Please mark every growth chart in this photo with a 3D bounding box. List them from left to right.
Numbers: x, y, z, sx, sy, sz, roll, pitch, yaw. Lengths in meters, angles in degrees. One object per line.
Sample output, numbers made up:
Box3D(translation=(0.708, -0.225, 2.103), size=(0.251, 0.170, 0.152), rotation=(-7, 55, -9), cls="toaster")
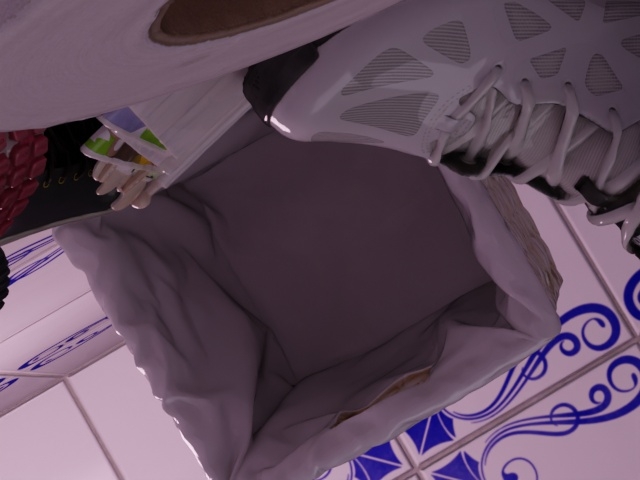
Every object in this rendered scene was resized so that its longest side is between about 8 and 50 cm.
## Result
Box3D(translation=(-0.085, -0.094, 1.059), size=(0.172, 0.021, 0.237), rotation=(-40, 168, -6), cls="growth chart")

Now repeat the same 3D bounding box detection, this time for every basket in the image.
Box3D(translation=(0.000, 0.000, 1.445), size=(0.328, 0.331, 0.266), rotation=(-31, -179, 14), cls="basket")

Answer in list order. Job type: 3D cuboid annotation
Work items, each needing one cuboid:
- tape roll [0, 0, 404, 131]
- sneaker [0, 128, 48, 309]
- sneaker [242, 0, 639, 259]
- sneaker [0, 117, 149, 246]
Box3D(translation=(0.008, -0.154, 0.694), size=(0.392, 0.072, 0.392), rotation=(-23, 179, 0), cls="tape roll")
Box3D(translation=(-0.246, -0.023, 0.959), size=(0.121, 0.112, 0.299), rotation=(-39, 168, -35), cls="sneaker")
Box3D(translation=(0.178, -0.078, 1.128), size=(0.447, 0.257, 0.169), rotation=(-14, 158, -35), cls="sneaker")
Box3D(translation=(-0.170, -0.059, 1.133), size=(0.222, 0.083, 0.118), rotation=(-28, 175, -14), cls="sneaker")
